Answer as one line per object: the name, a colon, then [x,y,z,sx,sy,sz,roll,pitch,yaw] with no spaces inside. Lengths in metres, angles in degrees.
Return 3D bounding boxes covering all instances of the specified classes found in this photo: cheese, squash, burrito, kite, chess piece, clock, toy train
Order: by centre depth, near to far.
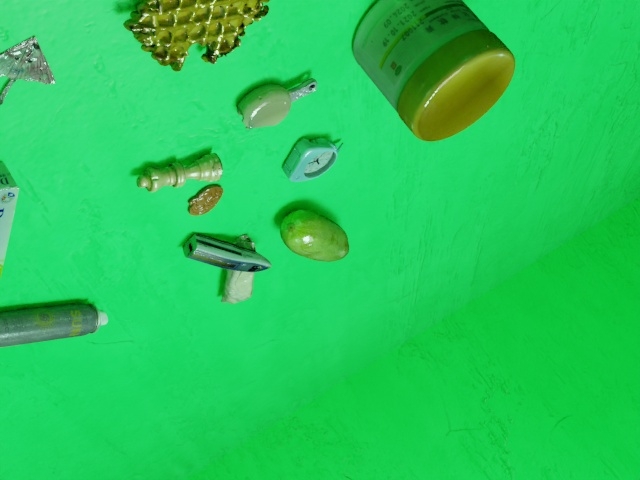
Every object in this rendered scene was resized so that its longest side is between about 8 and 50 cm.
kite: [-0.453,-0.241,1.269,0.139,0.011,0.156,2,136,-51]
chess piece: [-0.276,-0.128,1.659,0.172,0.060,0.060,-15,149,-34]
cheese: [-0.083,-0.265,1.660,0.171,0.047,0.092,-19,153,-33]
clock: [-0.007,-0.184,1.915,0.147,0.045,0.108,-13,149,-43]
toy train: [-0.203,0.043,1.995,0.252,0.048,0.055,19,126,-42]
burrito: [-0.200,0.082,2.141,0.082,0.059,0.275,-20,151,-24]
squash: [0.007,-0.001,2.189,0.118,0.118,0.370,-40,157,11]

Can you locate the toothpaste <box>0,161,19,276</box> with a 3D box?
toothpaste: [-0.593,0.006,1.477,0.081,0.067,0.336,-18,152,-39]

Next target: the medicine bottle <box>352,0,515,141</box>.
medicine bottle: [0.217,-0.352,1.665,0.238,0.232,0.238,-29,157,-14]

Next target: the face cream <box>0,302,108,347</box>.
face cream: [-0.575,0.175,1.805,0.284,0.073,0.073,-3,141,-51]

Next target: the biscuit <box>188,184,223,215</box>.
biscuit: [-0.247,-0.084,1.823,0.078,0.015,0.091,-9,145,-46]

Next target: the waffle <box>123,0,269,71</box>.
waffle: [-0.183,-0.364,1.346,0.232,0.051,0.229,-39,153,8]
